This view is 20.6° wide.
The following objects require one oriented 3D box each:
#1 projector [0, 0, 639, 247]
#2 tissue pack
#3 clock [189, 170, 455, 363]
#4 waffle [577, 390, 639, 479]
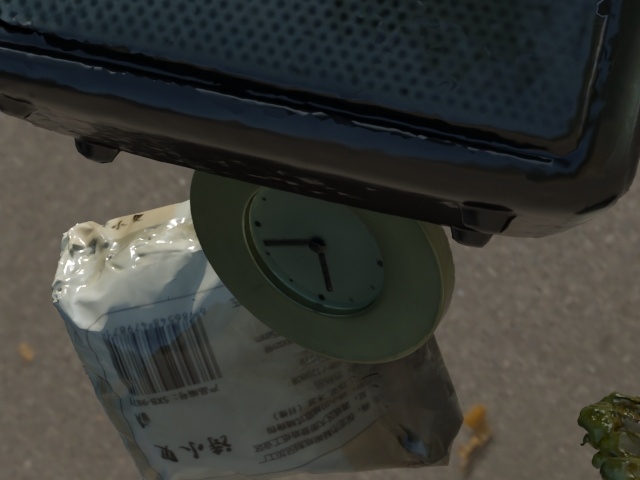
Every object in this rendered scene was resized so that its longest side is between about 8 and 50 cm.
[{"bbox_3d":[-0.014,-0.144,1.057,0.395,0.405,0.242,11,-89,-86],"label":"projector"},{"bbox_3d":[-0.068,0.112,1.873,0.375,0.390,0.195,-11,30,12],"label":"tissue pack"},{"bbox_3d":[0.000,0.000,1.416,0.235,0.235,0.029,-8,30,41],"label":"clock"},{"bbox_3d":[0.286,0.167,1.142,0.238,0.243,0.059,44,117,46],"label":"waffle"}]
